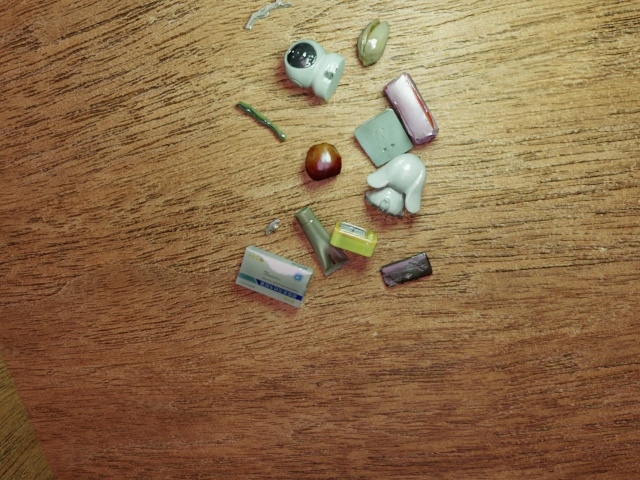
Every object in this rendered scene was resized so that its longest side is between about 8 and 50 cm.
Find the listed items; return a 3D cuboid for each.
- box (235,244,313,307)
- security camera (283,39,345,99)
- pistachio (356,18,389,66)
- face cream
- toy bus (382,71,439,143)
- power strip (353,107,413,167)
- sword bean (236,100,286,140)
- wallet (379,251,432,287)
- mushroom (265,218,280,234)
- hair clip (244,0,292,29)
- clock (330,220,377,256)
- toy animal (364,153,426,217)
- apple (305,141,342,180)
[{"bbox_3d":[-0.227,0.177,2.006,0.344,0.065,0.200,21,106,2],"label":"box"},{"bbox_3d":[-0.036,-0.718,1.686,0.236,0.194,0.194,30,106,4],"label":"security camera"},{"bbox_3d":[0.216,-0.812,1.664,0.125,0.124,0.184,29,100,-1],"label":"pistachio"},{"bbox_3d":[0.000,0.000,1.929,0.137,0.084,0.341,-31,106,4],"label":"face cream"},{"bbox_3d":[0.380,-0.545,1.698,0.128,0.147,0.302,-29,98,19],"label":"toy bus"},{"bbox_3d":[0.272,-0.450,1.768,0.199,0.064,0.213,-25,116,26],"label":"power strip"},{"bbox_3d":[-0.263,-0.542,1.835,0.269,0.038,0.043,37,101,-4],"label":"sword bean"},{"bbox_3d":[0.409,0.143,1.931,0.232,0.031,0.121,-21,99,12],"label":"wallet"},{"bbox_3d":[-0.233,-0.066,1.966,0.049,0.019,0.101,38,107,-4],"label":"mushroom"},{"bbox_3d":[-0.235,-0.975,1.719,0.226,0.034,0.072,-23,97,14],"label":"hair clip"},{"bbox_3d":[0.154,-0.009,1.866,0.203,0.143,0.096,17,114,2],"label":"clock"},{"bbox_3d":[0.322,-0.238,1.767,0.249,0.174,0.288,8,107,4],"label":"toy animal"},{"bbox_3d":[0.010,-0.350,1.798,0.156,0.147,0.158,-7,104,31],"label":"apple"}]
